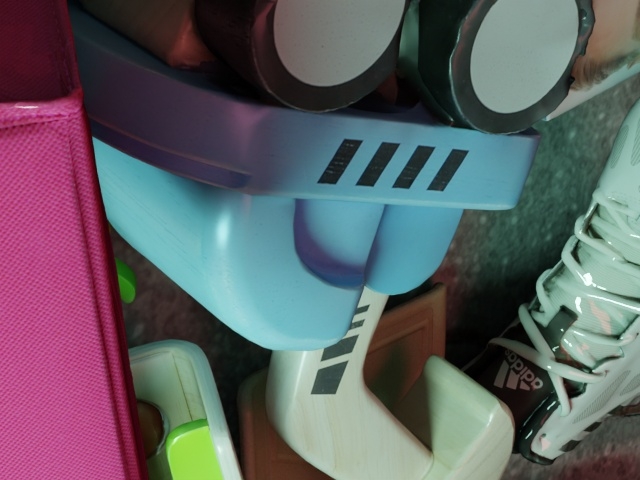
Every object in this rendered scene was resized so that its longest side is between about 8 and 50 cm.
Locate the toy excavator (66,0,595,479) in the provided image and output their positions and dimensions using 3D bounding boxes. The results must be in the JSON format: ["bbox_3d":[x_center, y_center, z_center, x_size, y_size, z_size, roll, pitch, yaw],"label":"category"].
[{"bbox_3d":[0.000,0.000,0.910,0.433,0.222,0.445,3,115,-42],"label":"toy excavator"}]

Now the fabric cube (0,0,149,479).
[{"bbox_3d":[-0.213,-0.008,0.577,0.254,0.259,0.258,-9,134,-9],"label":"fabric cube"}]

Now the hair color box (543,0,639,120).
[{"bbox_3d":[0.238,-0.231,1.055,0.347,0.105,0.174,-28,131,-37],"label":"hair color box"}]

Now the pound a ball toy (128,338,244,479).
[{"bbox_3d":[-0.147,0.197,0.952,0.208,0.136,0.319,-18,126,-6],"label":"pound a ball toy"}]

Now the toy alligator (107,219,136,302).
[{"bbox_3d":[-0.170,-0.021,0.851,0.051,0.056,0.190,-17,135,13],"label":"toy alligator"}]

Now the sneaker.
[{"bbox_3d":[0.233,0.053,1.114,0.257,0.169,0.447,-42,158,-14],"label":"sneaker"}]

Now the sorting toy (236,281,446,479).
[{"bbox_3d":[0.017,0.200,1.155,0.229,0.041,0.307,-26,127,-37],"label":"sorting toy"}]
